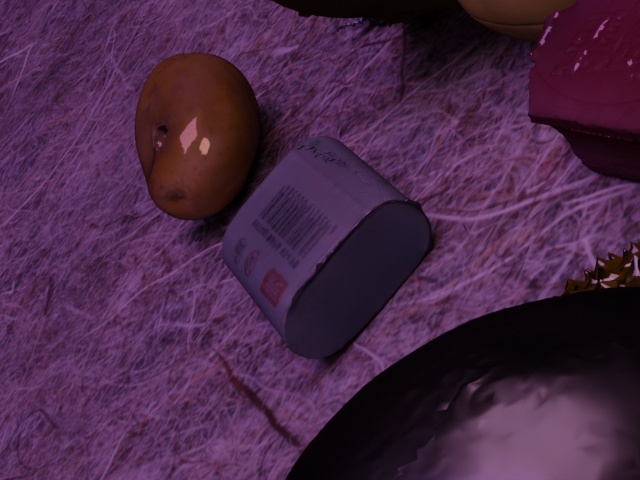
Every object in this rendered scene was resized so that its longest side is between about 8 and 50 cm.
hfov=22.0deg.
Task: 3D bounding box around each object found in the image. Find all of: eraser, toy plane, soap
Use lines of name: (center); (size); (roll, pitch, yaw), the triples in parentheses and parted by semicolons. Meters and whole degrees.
eraser: (0.000, 0.000, 1.559); (0.174, 0.081, 0.227); (-47, 24, 2)
toy plane: (0.053, -0.261, 1.872); (0.078, 0.031, 0.083); (-39, 22, -3)
soap: (0.263, -0.127, 1.265); (0.162, 0.099, 0.250); (-62, 26, -5)

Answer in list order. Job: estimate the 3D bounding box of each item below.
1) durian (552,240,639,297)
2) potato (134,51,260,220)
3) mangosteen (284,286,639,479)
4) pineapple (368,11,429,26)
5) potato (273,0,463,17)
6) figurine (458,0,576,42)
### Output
durian: (0.196, 0.083, 1.045); (0.237, 0.138, 0.193); (-45, 26, 17)
potato: (-0.137, -0.124, 1.891); (0.234, 0.146, 0.150); (-108, 15, -45)
mangosteen: (0.145, 0.209, 0.761); (0.382, 0.382, 0.435); (-48, -8, 8)
pineapple: (0.076, -0.321, 1.825); (0.125, 0.125, 0.251); (-43, 20, 19)
potato: (0.083, -0.327, 1.560); (0.359, 0.270, 0.219); (-11, 66, 16)
figurine: (0.238, -0.275, 1.345); (0.324, 0.222, 0.124); (-30, 30, 42)
